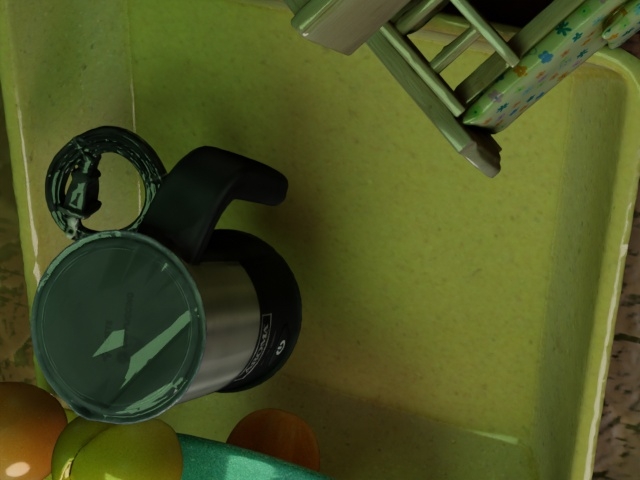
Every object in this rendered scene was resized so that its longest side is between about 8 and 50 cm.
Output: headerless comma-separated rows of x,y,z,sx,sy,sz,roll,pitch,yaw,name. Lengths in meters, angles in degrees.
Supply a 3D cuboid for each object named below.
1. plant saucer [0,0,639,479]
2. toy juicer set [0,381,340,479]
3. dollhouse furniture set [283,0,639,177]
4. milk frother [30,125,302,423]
0.000,0.000,0.822,0.332,0.081,0.333,14,128,17,plant saucer
-0.038,0.119,0.781,0.329,0.089,0.209,13,163,17,toy juicer set
0.088,-0.122,0.578,0.182,0.161,0.101,-42,77,14,dollhouse furniture set
-0.093,0.011,0.734,0.143,0.135,0.129,8,92,17,milk frother
